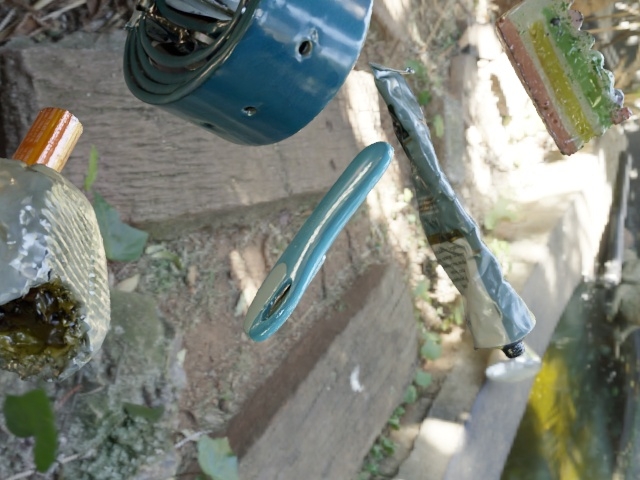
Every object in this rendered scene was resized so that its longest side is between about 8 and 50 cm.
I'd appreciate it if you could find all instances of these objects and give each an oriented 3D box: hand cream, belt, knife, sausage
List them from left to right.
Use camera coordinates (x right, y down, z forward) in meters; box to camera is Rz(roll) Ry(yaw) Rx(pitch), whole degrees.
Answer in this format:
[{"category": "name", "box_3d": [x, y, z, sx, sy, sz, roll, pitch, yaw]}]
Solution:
[{"category": "sausage", "box_3d": [-0.560, -0.119, 1.373, 0.093, 0.093, 0.312, 55, 38, -43]}, {"category": "belt", "box_3d": [-0.110, -0.289, 0.923, 0.173, 0.436, 0.300, 22, 96, -38]}, {"category": "knife", "box_3d": [0.000, 0.000, 0.663, 0.031, 0.064, 0.222, 38, 84, -27]}, {"category": "hand cream", "box_3d": [0.104, -0.024, 0.553, 0.075, 0.052, 0.247, -94, 162, -89]}]

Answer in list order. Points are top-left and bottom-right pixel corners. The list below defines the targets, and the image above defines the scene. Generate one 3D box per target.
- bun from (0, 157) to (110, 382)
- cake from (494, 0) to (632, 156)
[{"category": "bun", "box_3d": [-0.392, 0.027, 0.883, 0.281, 0.205, 0.281, 172, -90, -90]}, {"category": "cake", "box_3d": [0.339, -0.243, 1.016, 0.225, 0.109, 0.090, 58, 12, -10]}]
